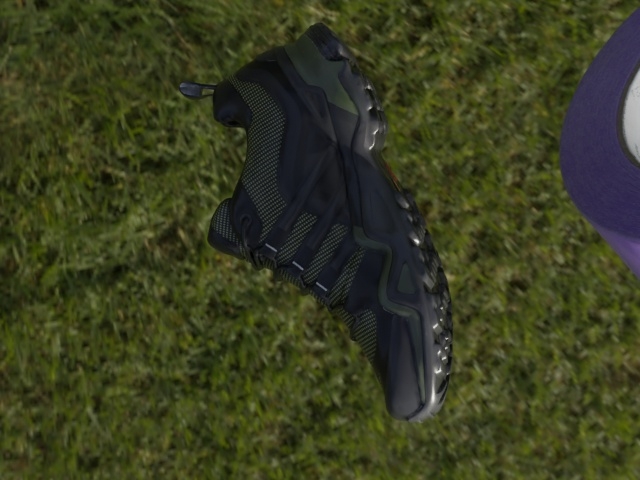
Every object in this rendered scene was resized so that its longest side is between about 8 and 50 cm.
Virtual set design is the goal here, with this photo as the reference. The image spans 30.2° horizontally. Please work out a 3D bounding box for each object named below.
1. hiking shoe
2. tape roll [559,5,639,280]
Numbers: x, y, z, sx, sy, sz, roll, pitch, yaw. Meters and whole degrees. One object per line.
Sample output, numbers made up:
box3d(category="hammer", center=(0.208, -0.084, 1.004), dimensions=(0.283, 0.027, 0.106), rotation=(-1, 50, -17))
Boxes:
box3d(category="hiking shoe", center=(0.000, 0.000, 0.665), dimensions=(0.114, 0.086, 0.226), rotation=(-20, 83, 12))
box3d(category="tape roll", center=(0.288, -0.082, 0.731), dimensions=(0.275, 0.275, 0.090), rotation=(-43, 119, 6))
